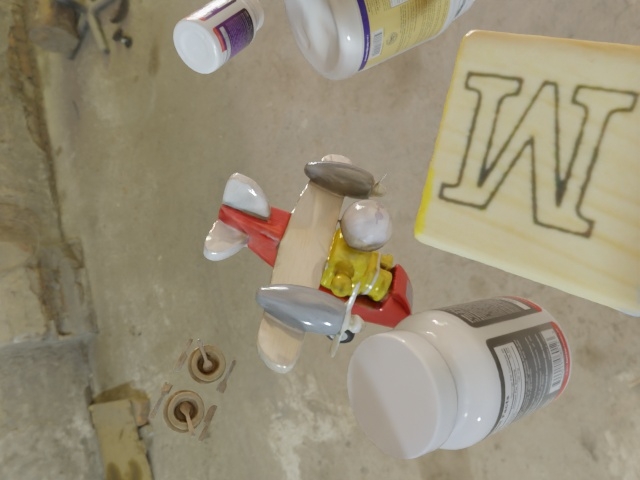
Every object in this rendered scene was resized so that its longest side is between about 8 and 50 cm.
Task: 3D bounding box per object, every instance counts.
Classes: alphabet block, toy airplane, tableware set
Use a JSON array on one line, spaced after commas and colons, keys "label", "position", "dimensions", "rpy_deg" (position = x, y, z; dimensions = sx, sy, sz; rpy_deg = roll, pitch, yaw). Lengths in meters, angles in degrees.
[{"label": "alphabet block", "position": [0.228, -0.069, 0.455], "dimensions": [0.197, 0.192, 0.194], "rpy_deg": [20, 106, 29]}, {"label": "toy airplane", "position": [0.000, 0.000, 0.850], "dimensions": [0.272, 0.384, 0.387], "rpy_deg": [-36, 70, 41]}, {"label": "tableware set", "position": [-0.267, 0.315, 1.052], "dimensions": [0.039, 0.128, 0.194], "rpy_deg": [-38, 26, 56]}]

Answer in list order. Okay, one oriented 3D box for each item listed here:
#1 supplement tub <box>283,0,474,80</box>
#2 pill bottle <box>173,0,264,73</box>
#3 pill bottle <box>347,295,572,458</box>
[{"label": "supplement tub", "position": [0.119, -0.484, 0.953], "dimensions": [0.331, 0.241, 0.241], "rpy_deg": [-30, 68, -17]}, {"label": "pill bottle", "position": [-0.198, -0.431, 0.993], "dimensions": [0.108, 0.194, 0.108], "rpy_deg": [21, 140, 18]}, {"label": "pill bottle", "position": [0.231, 0.209, 0.793], "dimensions": [0.210, 0.362, 0.211], "rpy_deg": [2, 93, 50]}]
